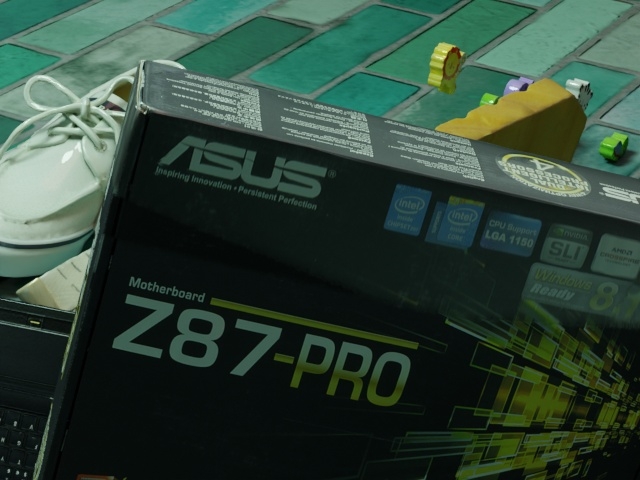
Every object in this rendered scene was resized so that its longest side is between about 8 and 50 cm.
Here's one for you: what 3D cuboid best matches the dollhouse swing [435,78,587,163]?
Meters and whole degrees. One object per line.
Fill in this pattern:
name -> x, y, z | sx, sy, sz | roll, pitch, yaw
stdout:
dollhouse swing -> 0.000, 0.000, 1.432 | 0.315, 0.305, 0.346 | 25, 36, 36

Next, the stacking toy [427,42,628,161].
stacking toy -> 0.229, -0.147, 1.913 | 0.167, 0.052, 0.221 | 20, -1, 27

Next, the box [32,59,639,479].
box -> 0.033, 0.080, 1.177 | 0.394, 0.318, 0.097 | 13, 23, -10

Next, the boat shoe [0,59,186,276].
boat shoe -> -0.224, -0.097, 1.735 | 0.135, 0.156, 0.367 | 33, 33, 13

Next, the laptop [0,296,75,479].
laptop -> -0.269, 0.162, 1.274 | 0.234, 0.264, 0.136 | 10, -8, 14

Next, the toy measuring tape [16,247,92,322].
toy measuring tape -> -0.156, 0.003, 1.503 | 0.121, 0.121, 0.330 | 18, 34, 28
